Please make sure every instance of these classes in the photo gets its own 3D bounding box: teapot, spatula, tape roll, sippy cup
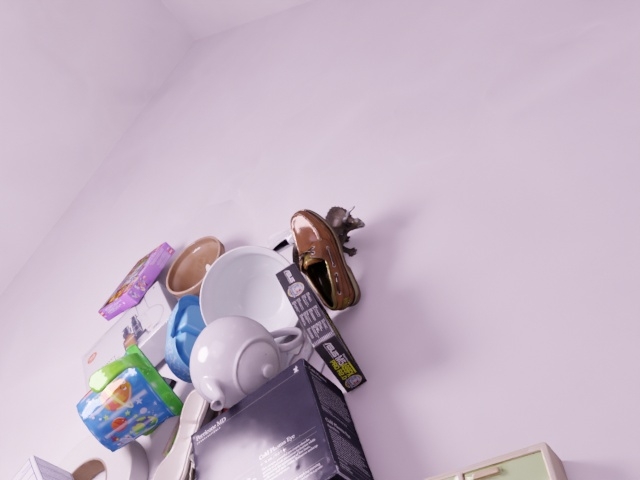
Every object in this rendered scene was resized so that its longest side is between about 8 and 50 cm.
[{"bbox_3d":[-0.185,0.309,1.589,0.187,0.252,0.256,1,69,41],"label":"teapot"},{"bbox_3d":[-0.046,0.331,1.648,0.168,0.019,0.242,-5,50,40],"label":"spatula"},{"bbox_3d":[-0.652,0.728,1.777,0.392,0.072,0.392,-25,39,22],"label":"tape roll"},{"bbox_3d":[-0.526,0.442,1.722,0.224,0.305,0.240,-39,22,-17],"label":"sippy cup"}]

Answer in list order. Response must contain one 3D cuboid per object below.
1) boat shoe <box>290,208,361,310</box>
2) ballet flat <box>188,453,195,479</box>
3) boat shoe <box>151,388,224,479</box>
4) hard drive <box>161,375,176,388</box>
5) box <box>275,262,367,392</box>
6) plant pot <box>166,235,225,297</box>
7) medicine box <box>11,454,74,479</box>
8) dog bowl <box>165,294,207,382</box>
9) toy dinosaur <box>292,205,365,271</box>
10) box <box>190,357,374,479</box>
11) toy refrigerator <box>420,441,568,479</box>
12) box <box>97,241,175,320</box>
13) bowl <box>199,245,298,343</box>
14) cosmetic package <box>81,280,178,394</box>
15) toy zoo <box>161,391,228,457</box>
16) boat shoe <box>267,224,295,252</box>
[{"bbox_3d":[-0.003,0.045,1.683,0.111,0.104,0.307,-45,69,34],"label":"boat shoe"},{"bbox_3d":[-0.270,0.604,1.488,0.068,0.072,0.213,-12,62,-13],"label":"ballet flat"},{"bbox_3d":[-0.332,0.547,1.603,0.112,0.095,0.335,-2,59,39],"label":"boat shoe"},{"bbox_3d":[-0.513,0.464,1.954,0.135,0.022,0.094,0,54,44],"label":"hard drive"},{"bbox_3d":[0.000,0.210,1.534,0.060,0.216,0.270,-32,41,-2],"label":"box"},{"bbox_3d":[-0.397,0.109,2.131,0.237,0.110,0.237,-25,40,24],"label":"plant pot"},{"bbox_3d":[-0.759,0.765,1.652,0.263,0.149,0.289,-52,36,-11],"label":"medicine box"},{"bbox_3d":[-0.385,0.298,1.893,0.074,0.166,0.297,-41,34,24],"label":"dog bowl"},{"bbox_3d":[0.000,0.000,1.821,0.314,0.160,0.121,-27,38,19],"label":"toy dinosaur"},{"bbox_3d":[-0.089,0.496,1.383,0.343,0.179,0.312,-36,37,10],"label":"box"},{"bbox_3d":[0.299,0.458,1.124,0.270,0.094,0.102,-27,39,22],"label":"toy refrigerator"},{"bbox_3d":[-0.672,0.148,2.315,0.201,0.057,0.293,-29,23,36],"label":"box"},{"bbox_3d":[-0.182,0.163,1.799,0.298,0.298,0.134,-38,-8,7],"label":"bowl"},{"bbox_3d":[-0.622,0.344,2.104,0.377,0.097,0.284,-46,29,-4],"label":"cosmetic package"},{"bbox_3d":[-0.286,0.505,1.688,0.293,0.030,0.192,-8,48,38],"label":"toy zoo"},{"bbox_3d":[-0.092,-0.012,2.008,0.184,0.066,0.063,-22,55,23],"label":"boat shoe"}]
